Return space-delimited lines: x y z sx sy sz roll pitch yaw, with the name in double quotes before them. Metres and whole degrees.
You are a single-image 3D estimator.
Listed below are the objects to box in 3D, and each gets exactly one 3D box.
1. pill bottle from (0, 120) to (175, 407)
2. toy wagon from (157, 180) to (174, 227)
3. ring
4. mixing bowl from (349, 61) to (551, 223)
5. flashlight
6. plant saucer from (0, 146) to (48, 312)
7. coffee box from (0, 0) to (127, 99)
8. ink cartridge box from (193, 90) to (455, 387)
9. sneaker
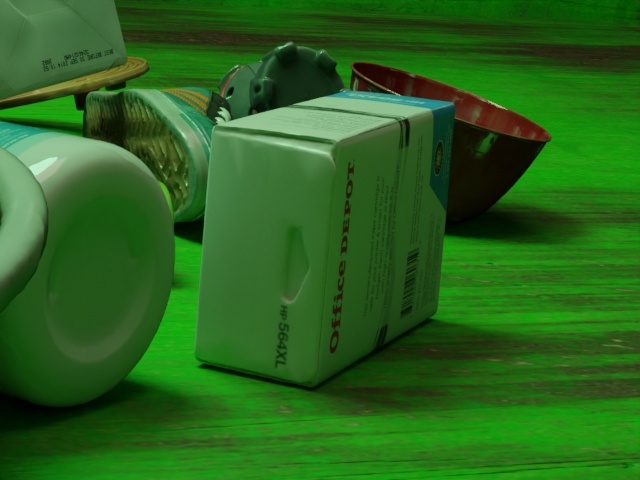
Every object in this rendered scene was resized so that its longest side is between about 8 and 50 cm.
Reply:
"pill bottle" -0.223 -0.002 0.997 0.264 0.146 0.146 12 14 33
"toy wagon" -0.270 -0.027 1.277 0.267 0.068 0.344 -1 12 -23
"ring" -0.330 -0.133 1.697 0.337 0.032 0.336 -9 12 2
"mixing bowl" 0.094 -0.076 1.500 0.181 0.098 0.181 20 13 -5
"flashlight" -0.037 -0.125 1.570 0.103 0.103 0.304 18 -4 -7
"plant saucer" -0.319 0.042 0.783 0.400 0.100 0.400 -2 22 1
"coffee box" -0.333 -0.168 1.456 0.297 0.119 0.168 -5 12 34
"ink cartridge box" 0.007 -0.009 1.095 0.086 0.148 0.203 11 14 23
"sneaker" -0.111 -0.083 1.487 0.121 0.108 0.302 -5 14 -20
